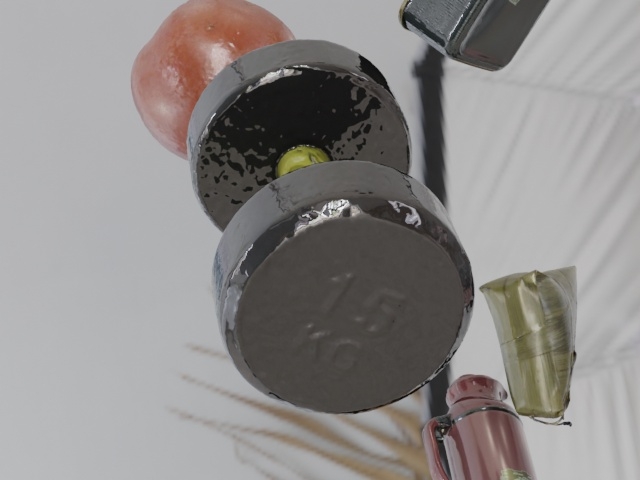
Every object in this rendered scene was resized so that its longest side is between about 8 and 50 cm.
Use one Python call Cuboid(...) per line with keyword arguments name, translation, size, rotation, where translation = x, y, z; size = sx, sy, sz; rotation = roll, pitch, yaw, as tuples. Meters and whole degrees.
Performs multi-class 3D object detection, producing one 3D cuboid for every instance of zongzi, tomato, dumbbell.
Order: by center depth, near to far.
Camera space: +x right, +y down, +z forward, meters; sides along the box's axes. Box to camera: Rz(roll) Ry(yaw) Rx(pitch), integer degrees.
Cuboid(name="dumbbell", translation=(-0.001, -0.021, 1.207), size=(0.204, 0.203, 0.322), rotation=(-9, 31, -5))
Cuboid(name="tomato", translation=(-0.116, -0.185, 1.700), size=(0.208, 0.184, 0.208), rotation=(-38, -20, -17))
Cuboid(name="zongzi", translation=(0.307, 0.137, 1.881), size=(0.094, 0.204, 0.204), rotation=(-13, -3, 33))

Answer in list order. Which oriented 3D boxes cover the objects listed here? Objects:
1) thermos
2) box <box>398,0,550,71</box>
Cuboid(name="thermos", translation=(0.211, 0.306, 1.845), size=(0.136, 0.330, 0.109), rotation=(-10, -47, 1))
Cuboid(name="box", translation=(0.199, -0.297, 1.624), size=(0.144, 0.090, 0.201), rotation=(8, -59, -53))
